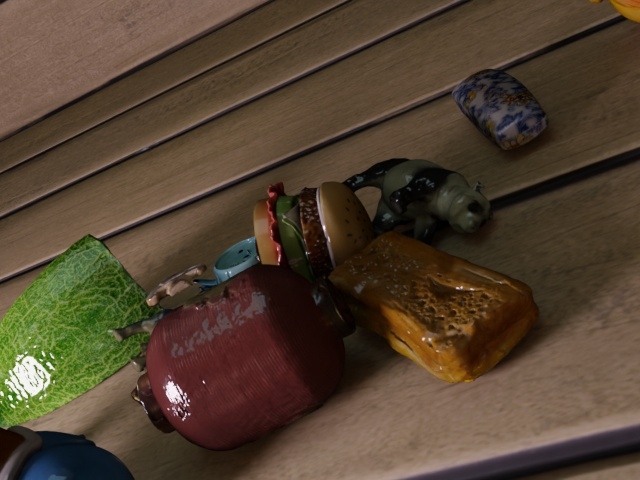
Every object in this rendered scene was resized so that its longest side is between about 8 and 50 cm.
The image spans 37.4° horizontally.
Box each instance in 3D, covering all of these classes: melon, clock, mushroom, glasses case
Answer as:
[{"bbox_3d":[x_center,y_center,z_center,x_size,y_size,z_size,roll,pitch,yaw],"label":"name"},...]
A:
[{"bbox_3d":[-0.396,0.163,1.424,0.323,0.196,0.124,-43,-10,-4],"label":"melon"},{"bbox_3d":[-0.114,0.038,1.387,0.147,0.045,0.108,-31,22,-7],"label":"clock"},{"bbox_3d":[-0.210,0.063,1.381,0.101,0.019,0.049,-33,23,-5],"label":"mushroom"},{"bbox_3d":[0.255,-0.193,1.357,0.087,0.065,0.248,-29,23,3],"label":"glasses case"}]

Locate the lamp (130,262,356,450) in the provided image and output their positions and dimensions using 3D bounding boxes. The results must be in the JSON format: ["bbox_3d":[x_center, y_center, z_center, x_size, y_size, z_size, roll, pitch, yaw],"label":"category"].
[{"bbox_3d":[-0.083,0.129,1.040,0.258,0.180,0.180,-29,24,10],"label":"lamp"}]

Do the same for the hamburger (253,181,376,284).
[{"bbox_3d":[0.001,0.003,1.196,0.137,0.175,0.175,-14,28,13],"label":"hamburger"}]

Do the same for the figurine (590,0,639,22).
[{"bbox_3d":[0.509,-0.401,1.280,0.323,0.196,0.320,4,48,39],"label":"figurine"}]

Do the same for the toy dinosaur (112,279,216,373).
[{"bbox_3d":[-0.176,0.116,1.310,0.188,0.075,0.247,-32,16,-25],"label":"toy dinosaur"}]

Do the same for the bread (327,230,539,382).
[{"bbox_3d":[0.118,0.063,1.027,0.139,0.077,0.271,-36,25,-16],"label":"bread"}]

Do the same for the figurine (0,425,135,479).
[{"bbox_3d":[-0.401,0.286,1.046,0.416,0.243,0.298,13,34,6],"label":"figurine"}]

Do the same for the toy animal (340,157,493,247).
[{"bbox_3d":[0.130,-0.050,1.221,0.121,0.094,0.225,-31,21,-18],"label":"toy animal"}]
